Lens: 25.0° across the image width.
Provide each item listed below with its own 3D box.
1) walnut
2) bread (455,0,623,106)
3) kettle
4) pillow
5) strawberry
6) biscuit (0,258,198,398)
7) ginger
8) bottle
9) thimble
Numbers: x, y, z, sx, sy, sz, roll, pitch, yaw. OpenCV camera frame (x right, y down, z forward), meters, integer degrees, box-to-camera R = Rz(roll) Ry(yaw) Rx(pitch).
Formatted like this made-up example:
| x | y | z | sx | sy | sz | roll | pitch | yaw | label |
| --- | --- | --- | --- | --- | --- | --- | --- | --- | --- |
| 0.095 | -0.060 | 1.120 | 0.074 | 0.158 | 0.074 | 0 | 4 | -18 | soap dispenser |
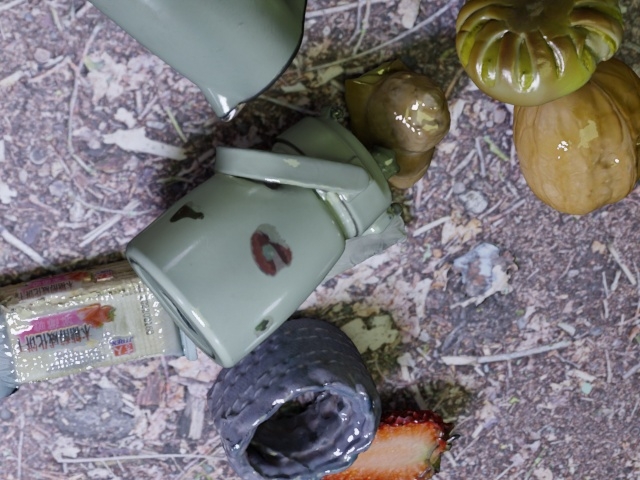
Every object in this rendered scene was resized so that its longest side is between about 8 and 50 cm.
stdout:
| x | y | z | sx | sy | sz | roll | pitch | yaw | label |
| --- | --- | --- | --- | --- | --- | --- | --- | --- | --- |
| 0.350 | -0.142 | 1.923 | 0.193 | 0.193 | 0.226 | -16 | 123 | -6 | walnut |
| 0.271 | -0.274 | 1.818 | 0.213 | 0.213 | 0.105 | -31 | 156 | 4 | bread |
| -0.132 | -0.306 | 1.713 | 0.255 | 0.165 | 0.240 | 38 | 75 | -31 | kettle |
| 0.000 | 0.000 | 1.983 | 0.229 | 0.051 | 0.128 | -26 | 120 | 3 | pillow |
| 0.092 | 0.297 | 2.161 | 0.208 | 0.087 | 0.167 | 6 | 134 | -14 | strawberry |
| -0.327 | 0.113 | 1.940 | 0.309 | 0.079 | 0.186 | -11 | 118 | -11 | biscuit |
| 0.122 | -0.137 | 1.905 | 0.115 | 0.122 | 0.193 | -34 | 131 | -18 | ginger |
| -0.061 | -0.030 | 1.831 | 0.351 | 0.229 | 0.229 | -42 | 123 | -10 | bottle |
| -0.037 | 0.234 | 2.040 | 0.236 | 0.172 | 0.205 | -15 | 119 | -5 | thimble |
